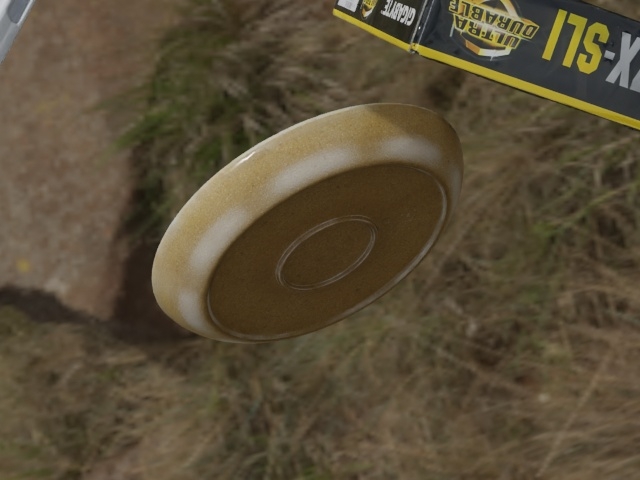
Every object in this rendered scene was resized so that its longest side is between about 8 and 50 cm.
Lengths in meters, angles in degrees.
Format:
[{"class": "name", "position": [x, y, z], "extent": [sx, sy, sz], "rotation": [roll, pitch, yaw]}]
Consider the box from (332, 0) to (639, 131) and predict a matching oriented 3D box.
[{"class": "box", "position": [0.192, -0.142, 1.176], "extent": [0.257, 0.322, 0.079], "rotation": [-135, 63, -73]}]

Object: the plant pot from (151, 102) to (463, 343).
[{"class": "plant pot", "position": [0.000, 0.000, 1.056], "extent": [0.236, 0.236, 0.032], "rotation": [-54, 53, 34]}]

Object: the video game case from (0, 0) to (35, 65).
[{"class": "video game case", "position": [-0.116, -0.083, 0.485], "extent": [0.087, 0.011, 0.122], "rotation": [-5, 50, 35]}]
